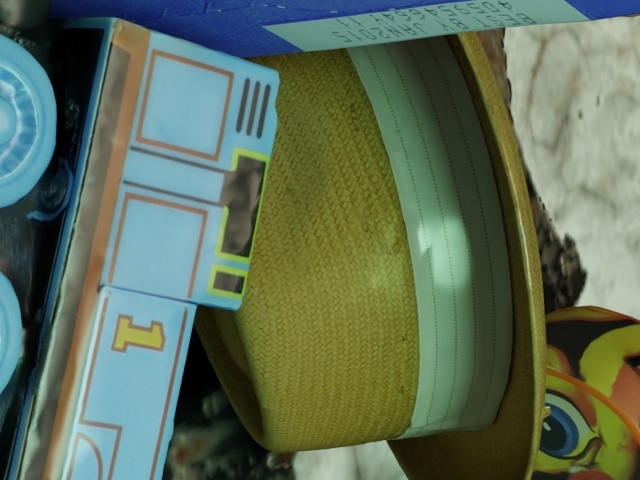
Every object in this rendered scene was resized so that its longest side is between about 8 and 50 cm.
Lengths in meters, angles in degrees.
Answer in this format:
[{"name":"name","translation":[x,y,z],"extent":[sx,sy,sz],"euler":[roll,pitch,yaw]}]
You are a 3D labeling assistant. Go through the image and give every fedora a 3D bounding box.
[{"name":"fedora","translation":[0.000,0.000,0.496],"extent":[0.079,0.194,0.194],"euler":[-13,103,-16]}]

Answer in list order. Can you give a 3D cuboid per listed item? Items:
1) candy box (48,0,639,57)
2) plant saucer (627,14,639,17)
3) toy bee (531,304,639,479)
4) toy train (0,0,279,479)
[{"name":"candy box","translation":[0.025,-0.213,0.402],"extent":[0.122,0.268,0.317],"euler":[26,71,-45]},{"name":"plant saucer","translation":[0.144,-0.200,0.737],"extent":[0.200,0.037,0.200],"euler":[0,90,-51]},{"name":"toy bee","translation":[0.108,0.089,0.633],"extent":[0.195,0.162,0.298],"euler":[-5,119,-59]},{"name":"toy train","translation":[-0.077,0.026,0.408],"extent":[0.105,0.080,0.184],"euler":[13,85,-35]}]
